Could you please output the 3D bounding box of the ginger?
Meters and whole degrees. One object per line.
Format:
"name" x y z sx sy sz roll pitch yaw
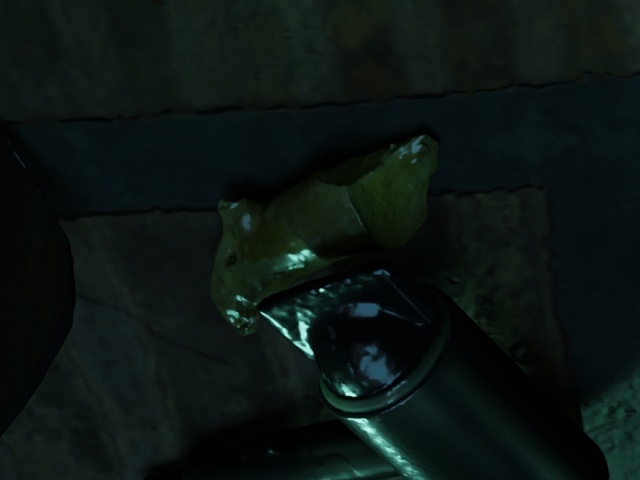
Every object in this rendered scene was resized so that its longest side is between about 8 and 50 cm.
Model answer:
"ginger" -0.003 -0.004 0.781 0.137 0.044 0.057 -28 147 32

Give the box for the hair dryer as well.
"hair dryer" -0.013 0.094 0.853 0.248 0.078 0.195 -18 133 34

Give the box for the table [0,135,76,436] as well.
"table" -0.304 0.034 0.759 0.249 0.317 0.317 -19 128 41
